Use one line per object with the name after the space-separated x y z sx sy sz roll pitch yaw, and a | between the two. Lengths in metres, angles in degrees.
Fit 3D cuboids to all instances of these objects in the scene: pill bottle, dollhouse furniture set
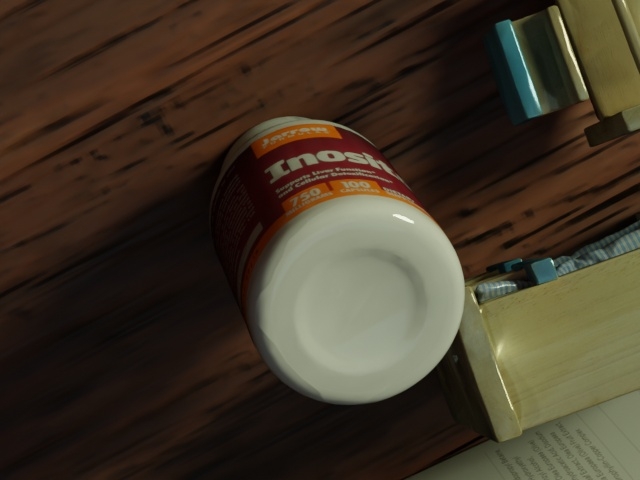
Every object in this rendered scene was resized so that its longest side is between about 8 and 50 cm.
0.000 0.000 0.726 0.086 0.152 0.086 -4 111 -12 | pill bottle
0.097 -0.023 0.773 0.129 0.129 0.184 -19 90 -5 | dollhouse furniture set

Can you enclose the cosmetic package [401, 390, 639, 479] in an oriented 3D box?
0.077 0.224 0.830 0.365 0.155 0.197 -23 113 -3 | cosmetic package
